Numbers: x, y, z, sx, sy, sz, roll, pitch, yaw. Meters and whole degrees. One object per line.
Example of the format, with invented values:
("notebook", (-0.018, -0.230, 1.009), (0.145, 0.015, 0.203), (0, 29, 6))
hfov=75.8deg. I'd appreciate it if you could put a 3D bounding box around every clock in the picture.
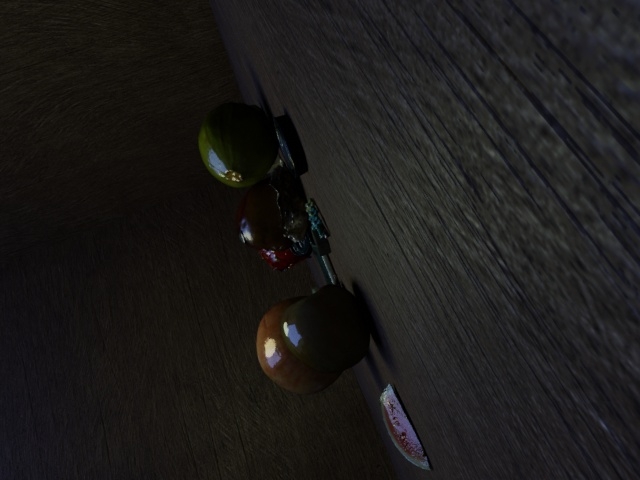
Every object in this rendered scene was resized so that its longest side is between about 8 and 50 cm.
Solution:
("clock", (-0.087, -0.274, 1.195), (0.184, 0.040, 0.185), (159, 90, -85))

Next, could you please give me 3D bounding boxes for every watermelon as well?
("watermelon", (0.239, 0.538, 1.184), (0.119, 0.063, 0.245), (104, 147, -59))

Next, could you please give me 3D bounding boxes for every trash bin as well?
("trash bin", (0.000, 0.000, 1.449), (0.061, 0.043, 0.092), (74, 176, -51))

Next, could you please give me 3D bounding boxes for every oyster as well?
("oyster", (-0.117, -0.165, 1.578), (0.271, 0.100, 0.275), (51, -142, -45))

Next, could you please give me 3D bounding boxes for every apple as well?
("apple", (0.017, 0.262, 1.193), (0.257, 0.256, 0.234), (122, 124, -84))
("apple", (-0.061, 0.409, 1.650), (0.346, 0.391, 0.391), (-50, 54, 41))

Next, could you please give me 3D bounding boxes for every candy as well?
("candy", (-0.282, -0.535, 1.867), (0.209, 0.096, 0.097), (58, 170, 36))

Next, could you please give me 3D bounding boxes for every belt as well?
("belt", (-0.103, -0.026, 1.951), (0.128, 0.122, 0.218), (24, -135, -82))

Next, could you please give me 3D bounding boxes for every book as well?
("book", (0.056, 0.191, 1.705), (0.264, 0.031, 0.379), (169, 78, -83))

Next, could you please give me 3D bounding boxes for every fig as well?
("fig", (-0.338, -0.372, 1.670), (0.343, 0.343, 0.343), (158, 90, -85))
("fig", (0.033, 0.210, 1.508), (0.150, 0.128, 0.128), (-119, 8, -46))

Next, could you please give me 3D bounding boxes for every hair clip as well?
("hair clip", (-0.015, -0.077, 1.309), (0.049, 0.049, 0.173), (75, 173, -54))

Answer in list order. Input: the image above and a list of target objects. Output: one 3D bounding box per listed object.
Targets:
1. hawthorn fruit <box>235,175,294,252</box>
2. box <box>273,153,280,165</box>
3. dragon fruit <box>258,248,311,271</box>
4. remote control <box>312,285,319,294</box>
("hawthorn fruit", (-0.210, -0.104, 1.754), (0.325, 0.308, 0.308), (-62, 36, 31))
("box", (-0.270, -0.453, 2.031), (0.168, 0.095, 0.212), (177, 72, -83))
("dragon fruit", (-0.196, 0.020, 2.246), (0.302, 0.295, 0.295), (54, 171, 14))
("remote control", (0.033, 0.319, 1.903), (0.309, 0.038, 0.090), (-132, 25, -54))
